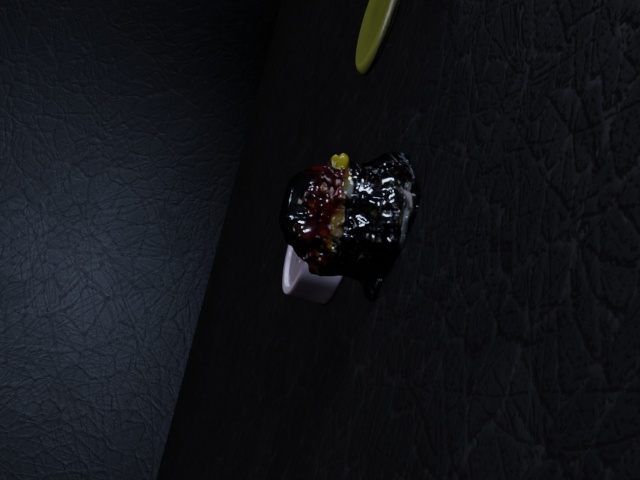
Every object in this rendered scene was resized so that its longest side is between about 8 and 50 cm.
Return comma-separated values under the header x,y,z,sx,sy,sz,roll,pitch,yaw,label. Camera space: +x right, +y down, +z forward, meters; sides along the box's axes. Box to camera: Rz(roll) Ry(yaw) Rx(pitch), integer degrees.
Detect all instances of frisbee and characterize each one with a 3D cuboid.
x,y,z,sx,sy,sz,roll,pitch,yaw,label
0.107,-0.412,1.992,0.236,0.017,0.236,-164,90,-80,frisbee

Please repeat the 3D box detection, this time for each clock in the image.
x,y,z,sx,sy,sz,roll,pitch,yaw,label
0.000,0.000,1.792,0.197,0.068,0.196,-164,90,-79,clock

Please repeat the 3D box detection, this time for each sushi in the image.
x,y,z,sx,sy,sz,roll,pitch,yaw,label
0.026,-0.032,1.489,0.153,0.150,0.172,-98,26,-64,sushi
